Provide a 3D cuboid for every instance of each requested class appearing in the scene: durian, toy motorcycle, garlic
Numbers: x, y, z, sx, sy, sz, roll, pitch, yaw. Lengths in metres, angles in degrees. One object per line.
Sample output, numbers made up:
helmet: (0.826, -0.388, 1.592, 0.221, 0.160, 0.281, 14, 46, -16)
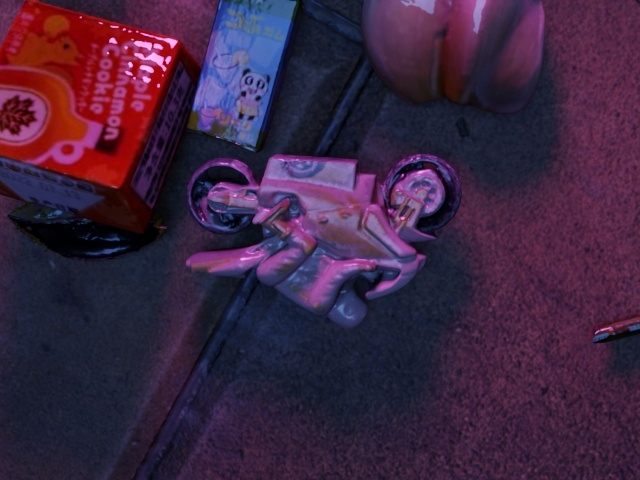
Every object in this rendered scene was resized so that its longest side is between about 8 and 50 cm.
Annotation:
durian: (-0.290, -0.043, 1.053, 0.186, 0.119, 0.108, -3, 60, -4)
toy motorcycle: (0.000, 0.000, 1.008, 0.340, 0.108, 0.223, 2, 101, 5)
garlic: (0.155, -0.268, 0.954, 0.217, 0.110, 0.228, 4, 99, 9)

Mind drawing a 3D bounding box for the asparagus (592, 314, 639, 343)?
asparagus: (0.455, 0.098, 1.009, 0.236, 0.027, 0.034, -9, 102, 7)

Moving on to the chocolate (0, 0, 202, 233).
chocolate: (-0.286, -0.156, 0.975, 0.234, 0.108, 0.237, 17, 69, 4)

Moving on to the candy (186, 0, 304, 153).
candy: (-0.092, -0.216, 1.009, 0.097, 0.062, 0.195, 18, 100, 5)
